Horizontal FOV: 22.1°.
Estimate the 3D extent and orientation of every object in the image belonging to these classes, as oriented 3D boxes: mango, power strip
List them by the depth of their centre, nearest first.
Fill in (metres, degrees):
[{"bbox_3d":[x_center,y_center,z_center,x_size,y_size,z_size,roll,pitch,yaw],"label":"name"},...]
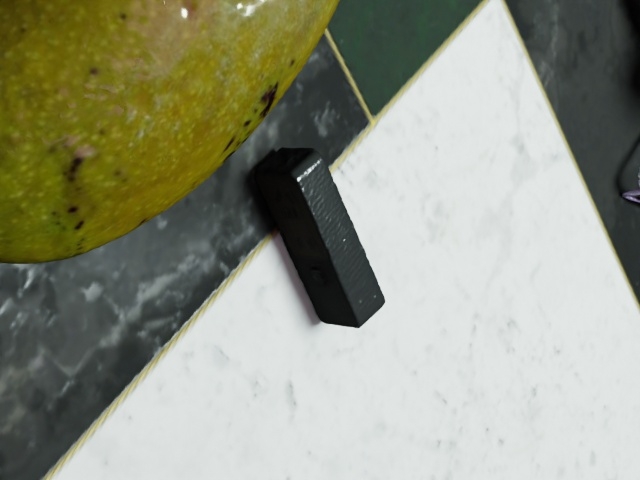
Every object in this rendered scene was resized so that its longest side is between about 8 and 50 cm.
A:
[{"bbox_3d":[-0.076,-0.132,0.775,0.176,0.175,0.330,19,72,-4],"label":"mango"},{"bbox_3d":[0.000,0.000,0.946,0.029,0.038,0.111,-42,119,-34],"label":"power strip"}]

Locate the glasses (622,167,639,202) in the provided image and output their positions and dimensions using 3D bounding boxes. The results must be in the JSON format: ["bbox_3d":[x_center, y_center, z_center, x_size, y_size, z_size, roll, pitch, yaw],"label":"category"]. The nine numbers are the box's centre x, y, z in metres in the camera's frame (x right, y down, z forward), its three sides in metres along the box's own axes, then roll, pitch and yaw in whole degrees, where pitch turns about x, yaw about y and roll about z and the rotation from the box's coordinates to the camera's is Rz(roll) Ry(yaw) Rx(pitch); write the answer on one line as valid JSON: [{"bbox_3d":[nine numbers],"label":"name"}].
[{"bbox_3d":[0.273,-0.074,1.222,0.140,0.062,0.104,10,63,-45],"label":"glasses"}]
